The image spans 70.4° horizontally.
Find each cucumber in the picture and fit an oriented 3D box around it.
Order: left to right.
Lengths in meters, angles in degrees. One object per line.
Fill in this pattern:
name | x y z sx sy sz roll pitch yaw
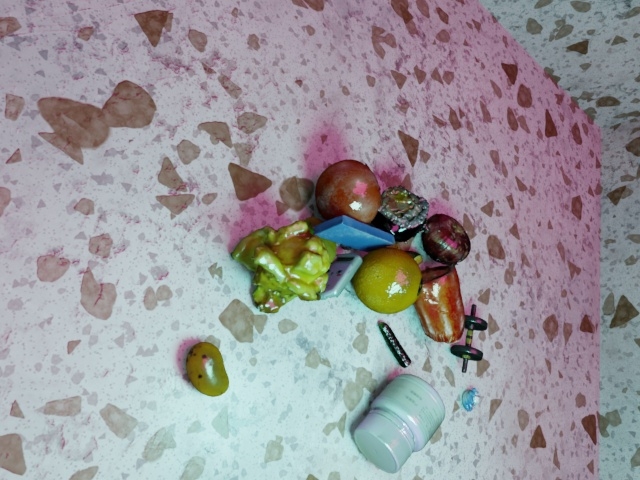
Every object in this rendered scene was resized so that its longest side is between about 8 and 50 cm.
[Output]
cucumber | 0.299 0.421 1.858 0.052 0.058 0.214 -33 98 -1

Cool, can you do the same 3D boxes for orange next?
orange | 0.261 0.155 1.761 0.274 0.274 0.274 9 75 -34

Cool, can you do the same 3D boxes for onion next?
onion | 0.566 -0.002 2.061 0.246 0.190 0.246 19 49 -24

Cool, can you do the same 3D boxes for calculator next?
calculator | 0.060 0.130 1.697 0.246 0.141 0.045 -50 122 -32

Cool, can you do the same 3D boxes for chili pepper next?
chili pepper | 0.499 0.265 1.962 0.251 0.229 0.305 -50 128 -63

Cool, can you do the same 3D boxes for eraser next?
eraser | 0.132 -0.020 1.697 0.312 0.144 0.042 18 61 -43

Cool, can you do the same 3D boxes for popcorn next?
popcorn | -0.128 0.061 1.509 0.290 0.326 0.321 -57 154 -36

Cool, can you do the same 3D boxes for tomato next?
tomato | 0.097 -0.170 1.715 0.265 0.265 0.264 9 75 -34

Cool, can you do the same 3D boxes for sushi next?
sushi | 0.318 -0.089 1.881 0.225 0.218 0.238 -30 79 -18

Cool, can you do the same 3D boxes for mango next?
mango | -0.345 0.397 1.381 0.115 0.090 0.178 -23 102 -44
mango | 0.003 0.001 1.716 0.122 0.086 0.191 -9 87 -35

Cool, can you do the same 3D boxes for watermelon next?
watermelon | 0.380 0.088 2.004 0.182 0.075 0.092 -31 143 -34

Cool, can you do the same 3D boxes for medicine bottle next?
medicine bottle | 0.291 0.673 1.682 0.302 0.241 0.241 -34 101 -36

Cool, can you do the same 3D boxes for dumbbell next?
dumbbell | 0.680 0.444 2.075 0.143 0.143 0.325 31 64 -27

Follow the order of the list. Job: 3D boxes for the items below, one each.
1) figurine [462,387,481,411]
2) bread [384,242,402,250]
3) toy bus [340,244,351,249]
figurine | 0.683 0.728 2.055 0.114 0.079 0.114 16 90 -74
bread | 0.290 0.046 1.926 0.130 0.071 0.139 -11 87 -33
toy bus | 0.123 -0.023 1.830 0.037 0.052 0.130 39 62 -32
